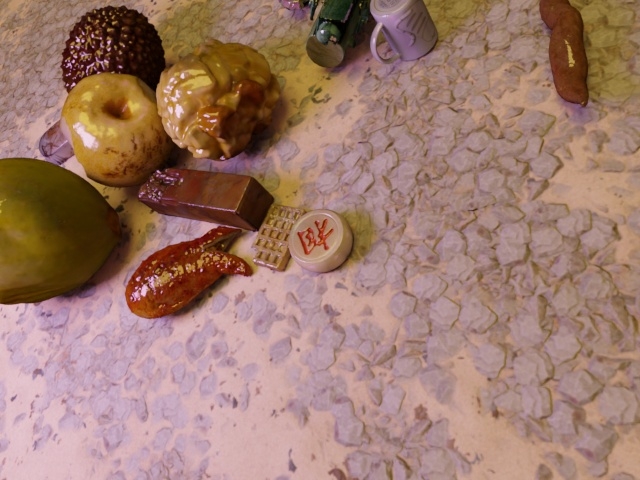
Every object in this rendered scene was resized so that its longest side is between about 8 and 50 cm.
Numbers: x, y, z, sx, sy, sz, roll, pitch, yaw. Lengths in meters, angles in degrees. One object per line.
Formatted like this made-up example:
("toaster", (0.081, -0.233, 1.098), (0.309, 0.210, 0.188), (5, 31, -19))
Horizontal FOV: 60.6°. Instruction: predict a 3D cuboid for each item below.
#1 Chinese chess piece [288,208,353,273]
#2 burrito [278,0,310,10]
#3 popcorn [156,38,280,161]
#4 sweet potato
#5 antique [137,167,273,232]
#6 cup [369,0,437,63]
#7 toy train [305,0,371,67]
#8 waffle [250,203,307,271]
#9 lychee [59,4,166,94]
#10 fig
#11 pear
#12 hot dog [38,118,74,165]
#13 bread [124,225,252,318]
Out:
("Chinese chess piece", (0.000, 0.000, 1.015), (0.122, 0.051, 0.122), (-12, 60, 22))
("burrito", (0.009, -0.685, 1.344), (0.096, 0.066, 0.309), (40, 84, -1))
("popcorn", (-0.227, -0.325, 1.198), (0.265, 0.225, 0.332), (-26, 40, -2))
("sweet potato", (0.430, -0.322, 0.949), (0.059, 0.067, 0.281), (10, 63, -16))
("antique", (-0.256, -0.093, 1.170), (0.310, 0.093, 0.087), (10, 71, 32))
("cup", (0.164, -0.427, 1.098), (0.099, 0.133, 0.135), (3, 68, 33))
("toy train", (0.064, -0.512, 1.180), (0.127, 0.189, 0.307), (16, 68, 9))
("waffle", (-0.086, -0.008, 1.084), (0.092, 0.021, 0.134), (14, 72, 31))
("lychee", (-0.524, -0.460, 1.388), (0.268, 0.267, 0.267), (-12, 61, 22))
("fig", (-0.624, -0.027, 1.202), (0.344, 0.343, 0.342), (-12, 61, 22))
("pear", (-0.465, -0.246, 1.262), (0.272, 0.271, 0.270), (-12, 61, 22))
("hot dog", (-0.679, -0.304, 1.517), (0.253, 0.069, 0.131), (-34, 64, 12))
("bread", (-0.274, 0.060, 1.103), (0.269, 0.095, 0.139), (-29, 63, 7))
